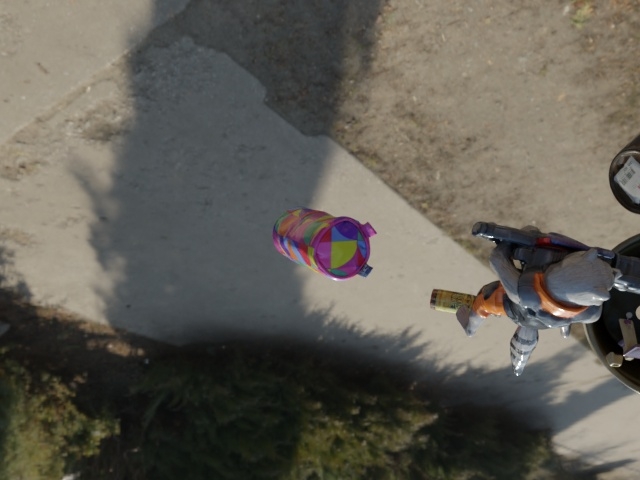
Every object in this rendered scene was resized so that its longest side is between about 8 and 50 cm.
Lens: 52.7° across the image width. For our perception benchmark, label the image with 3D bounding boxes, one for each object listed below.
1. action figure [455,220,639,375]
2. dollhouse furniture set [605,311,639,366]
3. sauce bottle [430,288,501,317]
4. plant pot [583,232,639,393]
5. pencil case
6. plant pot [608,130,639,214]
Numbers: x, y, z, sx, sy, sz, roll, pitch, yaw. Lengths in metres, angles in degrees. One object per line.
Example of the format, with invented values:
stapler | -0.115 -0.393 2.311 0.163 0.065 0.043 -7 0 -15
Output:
action figure | 0.378 0.099 0.978 0.341 0.178 0.330 12 161 8
dollhouse furniture set | 0.590 0.182 1.174 0.114 0.081 0.091 9 146 -7
sauce bottle | 0.266 0.116 1.177 0.128 0.042 0.042 6 155 19
plant pot | 0.684 0.146 1.308 0.323 0.323 0.280 -15 172 12
pencil case | 0.000 0.000 1.035 0.104 0.104 0.236 5 -175 -23
plant pot | 0.581 -0.123 1.025 0.230 0.215 0.215 -19 155 -20
